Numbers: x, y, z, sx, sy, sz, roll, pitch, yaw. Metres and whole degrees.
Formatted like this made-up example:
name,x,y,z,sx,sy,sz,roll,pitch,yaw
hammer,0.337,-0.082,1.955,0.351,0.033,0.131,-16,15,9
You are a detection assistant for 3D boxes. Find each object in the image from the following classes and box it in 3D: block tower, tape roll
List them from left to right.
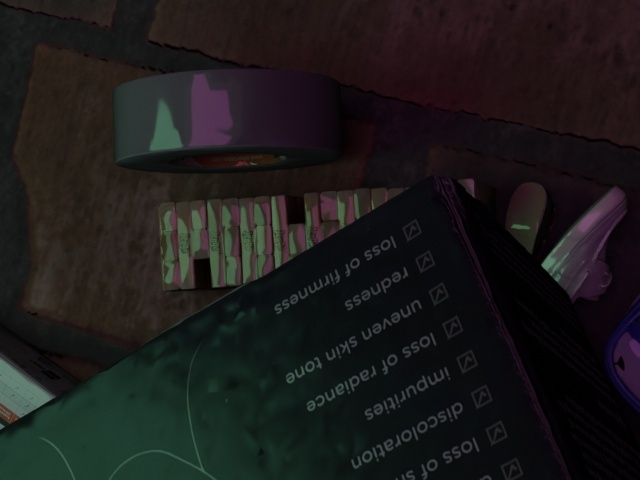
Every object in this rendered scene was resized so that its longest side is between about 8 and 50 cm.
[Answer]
name,x,y,z,sx,sy,sz,roll,pitch,yaw
tape roll,-0.088,-0.110,1.307,0.219,0.219,0.072,-4,86,19
block tower,0.000,0.000,1.341,0.336,0.091,0.097,-5,87,19

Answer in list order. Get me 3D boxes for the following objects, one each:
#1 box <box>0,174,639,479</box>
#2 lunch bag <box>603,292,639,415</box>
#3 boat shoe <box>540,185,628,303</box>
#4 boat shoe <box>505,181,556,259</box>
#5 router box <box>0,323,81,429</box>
name,x,y,z,sx,sy,sz,roll,pitch,yaw
box,0.032,0.293,1.086,0.480,0.297,0.471,-30,55,17
lunch bag,0.409,0.126,1.174,0.303,0.115,0.243,43,100,11
boat shoe,0.236,0.035,1.274,0.063,0.066,0.184,38,99,6
boat shoe,0.185,0.012,1.288,0.049,0.042,0.133,18,79,34
router box,-0.374,0.258,1.461,0.335,0.082,0.301,33,98,17
